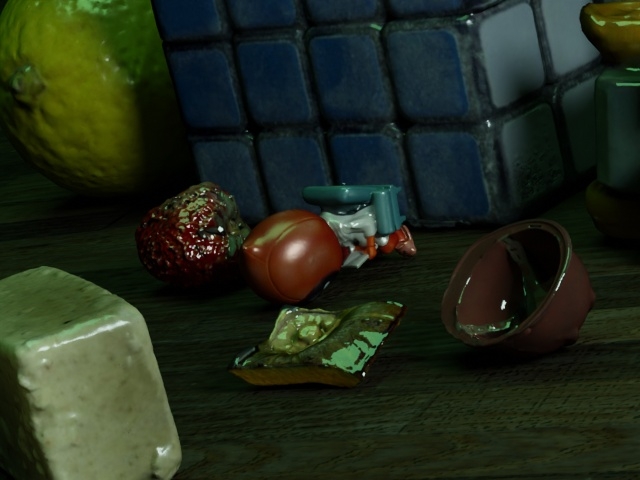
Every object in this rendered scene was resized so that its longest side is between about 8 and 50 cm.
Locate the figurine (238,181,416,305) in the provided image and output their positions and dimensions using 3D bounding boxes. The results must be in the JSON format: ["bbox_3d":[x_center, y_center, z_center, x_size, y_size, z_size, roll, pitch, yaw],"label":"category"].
[{"bbox_3d":[0.000,0.000,1.420,0.140,0.075,0.068,-22,17,-37],"label":"figurine"}]

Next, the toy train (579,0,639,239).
[{"bbox_3d":[0.319,-0.111,1.404,0.231,0.163,0.369,3,20,23],"label":"toy train"}]

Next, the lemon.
[{"bbox_3d":[-0.185,-0.162,1.858,0.267,0.267,0.267,-13,15,3],"label":"lemon"}]

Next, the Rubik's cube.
[{"bbox_3d":[0.090,-0.218,1.640,0.344,0.337,0.343,1,21,40],"label":"Rubik's cube"}]

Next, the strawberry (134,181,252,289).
[{"bbox_3d":[-0.097,0.000,1.506,0.096,0.083,0.083,-13,12,39],"label":"strawberry"}]

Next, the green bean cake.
[{"bbox_3d":[-0.156,0.085,1.173,0.085,0.109,0.179,-21,16,-21],"label":"green bean cake"}]

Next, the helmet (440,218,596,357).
[{"bbox_3d":[0.129,0.037,1.197,0.111,0.057,0.089,4,65,60],"label":"helmet"}]

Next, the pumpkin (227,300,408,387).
[{"bbox_3d":[0.002,0.070,1.247,0.101,0.035,0.073,1,31,33],"label":"pumpkin"}]
